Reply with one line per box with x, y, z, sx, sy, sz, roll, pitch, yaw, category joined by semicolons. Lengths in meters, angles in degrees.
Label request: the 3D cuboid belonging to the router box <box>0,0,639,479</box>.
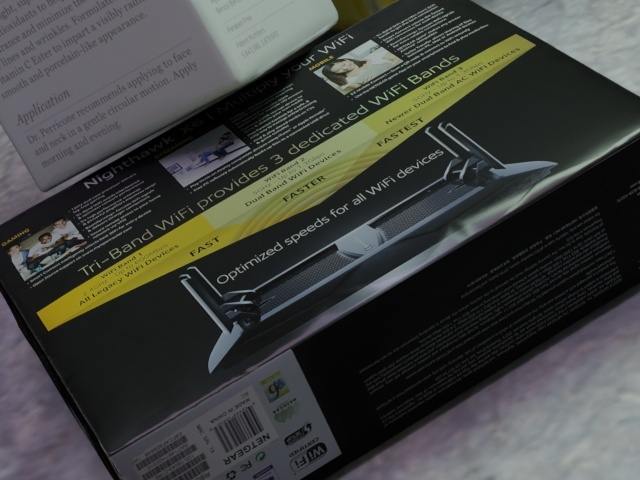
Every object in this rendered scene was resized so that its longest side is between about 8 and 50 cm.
0.000;0.000;0.897;0.309;0.081;0.243;-30;33;-10;router box

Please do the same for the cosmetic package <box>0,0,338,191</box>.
-0.115;-0.155;0.983;0.151;0.183;0.151;-24;9;29;cosmetic package

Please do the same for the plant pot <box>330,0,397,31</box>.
-0.033;-0.240;1.134;0.239;0.254;0.254;20;51;28;plant pot
